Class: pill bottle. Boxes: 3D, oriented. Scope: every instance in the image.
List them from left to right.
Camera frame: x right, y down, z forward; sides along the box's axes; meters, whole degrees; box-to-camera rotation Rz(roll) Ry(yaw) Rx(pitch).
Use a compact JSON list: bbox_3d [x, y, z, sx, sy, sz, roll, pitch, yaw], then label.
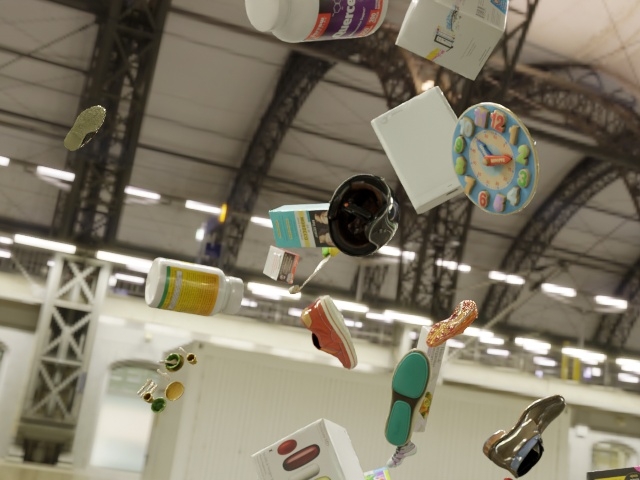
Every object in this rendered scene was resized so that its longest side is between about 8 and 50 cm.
[{"bbox_3d":[-0.291,0.114,1.976,0.208,0.117,0.118,11,-14,-25],"label":"pill bottle"},{"bbox_3d":[-0.008,-0.556,1.974,0.323,0.181,0.181,-16,4,-39],"label":"pill bottle"}]

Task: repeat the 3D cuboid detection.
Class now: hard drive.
[{"bbox_3d":[0.278,-0.237,2.192,0.203,0.307,0.040,-28,-32,7],"label":"hard drive"}]

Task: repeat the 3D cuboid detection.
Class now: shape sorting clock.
[{"bbox_3d":[0.305,-0.143,1.517,0.040,0.206,0.206,-16,1,-34],"label":"shape sorting clock"}]

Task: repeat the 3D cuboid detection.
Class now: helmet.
[{"bbox_3d":[0.095,-0.051,1.874,0.170,0.169,0.161,6,-27,9],"label":"helmet"}]

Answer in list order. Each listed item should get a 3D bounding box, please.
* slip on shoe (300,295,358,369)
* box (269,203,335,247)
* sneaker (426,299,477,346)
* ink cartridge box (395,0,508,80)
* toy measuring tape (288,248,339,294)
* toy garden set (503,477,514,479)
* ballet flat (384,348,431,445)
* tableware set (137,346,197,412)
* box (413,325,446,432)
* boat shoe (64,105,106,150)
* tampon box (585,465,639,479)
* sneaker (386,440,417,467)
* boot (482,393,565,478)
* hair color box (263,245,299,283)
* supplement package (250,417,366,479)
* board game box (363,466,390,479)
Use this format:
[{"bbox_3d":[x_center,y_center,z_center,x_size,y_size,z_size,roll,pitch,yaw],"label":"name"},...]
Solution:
[{"bbox_3d":[0.027,0.261,2.326,0.101,0.123,0.331,-23,-36,3],"label":"slip on shoe"},{"bbox_3d":[-0.016,-0.036,2.108,0.244,0.100,0.060,-1,16,44],"label":"box"},{"bbox_3d":[0.349,0.230,2.220,0.064,0.175,0.067,32,-29,51],"label":"sneaker"},{"bbox_3d":[0.343,-0.568,2.216,0.233,0.171,0.168,24,-45,-4],"label":"ink cartridge box"},{"bbox_3d":[0.000,0.000,2.300,0.121,0.330,0.121,36,-24,19],"label":"toy measuring tape"},{"bbox_3d":[0.365,0.656,1.871,0.049,0.204,0.244,28,-47,8],"label":"toy garden set"},{"bbox_3d":[0.198,0.341,1.896,0.086,0.248,0.086,14,21,-5],"label":"ballet flat"},{"bbox_3d":[-0.341,0.313,1.922,0.104,0.154,0.024,32,-20,35],"label":"tableware set"},{"bbox_3d":[0.312,0.422,2.579,0.063,0.323,0.067,7,12,-25],"label":"box"},{"bbox_3d":[-0.516,-0.253,1.880,0.049,0.042,0.133,44,-63,-7],"label":"boat shoe"},{"bbox_3d":[0.570,0.505,1.604,0.121,0.101,0.161,-9,-39,8],"label":"tampon box"},{"bbox_3d":[0.213,0.579,2.345,0.069,0.098,0.038,55,-3,-31],"label":"sneaker"},{"bbox_3d":[0.470,0.429,1.851,0.082,0.219,0.106,58,-8,-32],"label":"boot"},{"bbox_3d":[-0.122,0.073,2.606,0.053,0.093,0.167,15,1,-17],"label":"hair color box"},{"bbox_3d":[-0.020,0.557,1.993,0.203,0.194,0.149,-31,-31,10],"label":"supplement package"},{"bbox_3d":[0.029,0.711,2.250,0.347,0.078,0.233,-15,0,-1],"label":"board game box"}]
